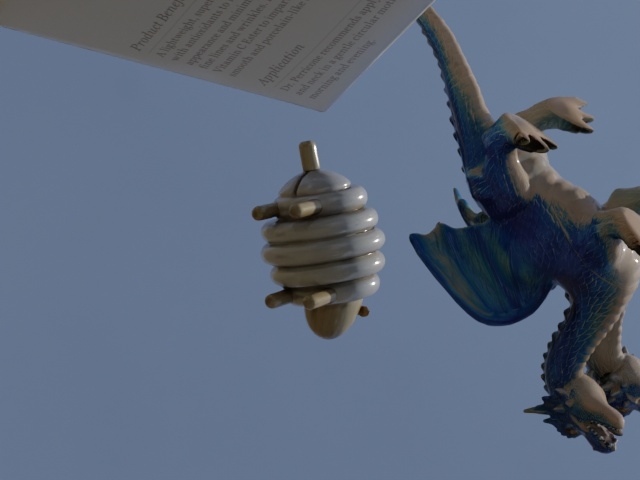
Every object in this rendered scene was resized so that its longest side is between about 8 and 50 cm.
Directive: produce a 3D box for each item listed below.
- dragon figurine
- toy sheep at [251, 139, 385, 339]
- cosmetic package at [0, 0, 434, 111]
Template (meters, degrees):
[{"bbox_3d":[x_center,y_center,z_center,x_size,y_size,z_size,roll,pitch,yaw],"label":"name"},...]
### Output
[{"bbox_3d":[0.112,-0.006,1.105,0.289,0.085,0.144,44,-57,3],"label":"dragon figurine"},{"bbox_3d":[0.000,0.000,1.249,0.091,0.091,0.132,5,-77,49],"label":"toy sheep"},{"bbox_3d":[-0.044,-0.176,0.882,0.151,0.183,0.151,-41,-137,50],"label":"cosmetic package"}]
